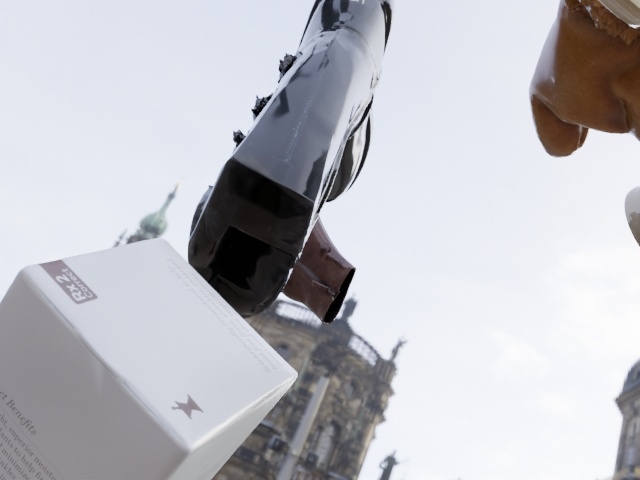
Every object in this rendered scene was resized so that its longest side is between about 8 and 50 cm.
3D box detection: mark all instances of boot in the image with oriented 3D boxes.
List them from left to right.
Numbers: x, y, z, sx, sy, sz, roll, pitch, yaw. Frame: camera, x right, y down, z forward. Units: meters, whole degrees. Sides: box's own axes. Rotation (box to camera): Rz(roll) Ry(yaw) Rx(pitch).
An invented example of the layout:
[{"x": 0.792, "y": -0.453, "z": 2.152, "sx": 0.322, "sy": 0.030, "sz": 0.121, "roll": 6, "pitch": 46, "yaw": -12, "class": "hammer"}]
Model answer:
[{"x": -0.028, "y": -0.072, "z": 0.975, "sx": 0.146, "sy": 0.445, "sz": 0.367, "roll": 12, "pitch": -46, "yaw": 4, "class": "boot"}, {"x": 0.000, "y": 0.000, "z": 1.428, "sx": 0.090, "sy": 0.248, "sz": 0.207, "roll": 7, "pitch": 21, "yaw": -46, "class": "boot"}]

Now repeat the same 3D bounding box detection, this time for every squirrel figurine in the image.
[{"x": 0.423, "y": -0.188, "z": 0.833, "sx": 0.370, "sy": 0.281, "sz": 0.397, "roll": 49, "pitch": -1, "yaw": 39, "class": "squirrel figurine"}]

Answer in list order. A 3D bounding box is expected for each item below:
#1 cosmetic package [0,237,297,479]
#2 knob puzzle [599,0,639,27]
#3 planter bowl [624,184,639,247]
[{"x": -0.146, "y": 0.120, "z": 0.549, "sx": 0.151, "sy": 0.151, "sz": 0.183, "roll": 44, "pitch": -69, "yaw": 12, "class": "cosmetic package"}, {"x": 0.105, "y": -0.181, "z": 0.365, "sx": 0.213, "sy": 0.213, "sz": 0.030, "roll": 39, "pitch": -39, "yaw": -22, "class": "knob puzzle"}, {"x": 0.521, "y": -0.033, "z": 1.113, "sx": 0.162, "sy": 0.162, "sz": 0.109, "roll": 33, "pitch": -44, "yaw": -13, "class": "planter bowl"}]
